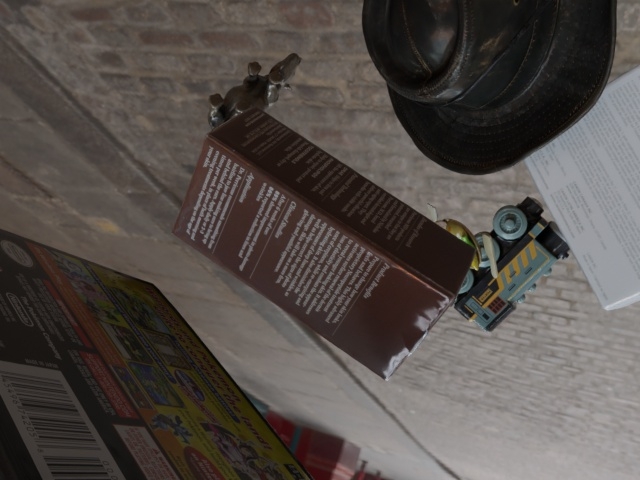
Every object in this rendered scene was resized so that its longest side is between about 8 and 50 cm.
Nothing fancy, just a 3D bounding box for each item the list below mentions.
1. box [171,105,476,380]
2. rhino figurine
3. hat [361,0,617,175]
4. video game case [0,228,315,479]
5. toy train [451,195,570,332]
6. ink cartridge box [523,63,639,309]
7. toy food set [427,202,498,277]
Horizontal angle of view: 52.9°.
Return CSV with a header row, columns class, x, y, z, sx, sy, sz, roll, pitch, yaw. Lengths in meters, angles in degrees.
class,x,y,z,sx,sy,sz,roll,pitch,yaw
box,0.000,0.000,0.903,0.381,0.143,0.191,35,128,7
rhino figurine,-0.110,-0.264,1.140,0.073,0.243,0.106,41,149,4
hat,0.118,-0.229,0.613,0.134,0.331,0.331,-2,172,-32
video game case,-0.135,0.088,0.412,0.275,0.035,0.248,42,-175,34
toy train,0.429,0.059,1.524,0.190,0.334,0.142,43,-166,8
ink cartridge box,0.320,-0.067,0.573,0.232,0.189,0.066,-31,161,28
toy food set,0.284,0.007,1.340,0.192,0.038,0.132,37,155,52
